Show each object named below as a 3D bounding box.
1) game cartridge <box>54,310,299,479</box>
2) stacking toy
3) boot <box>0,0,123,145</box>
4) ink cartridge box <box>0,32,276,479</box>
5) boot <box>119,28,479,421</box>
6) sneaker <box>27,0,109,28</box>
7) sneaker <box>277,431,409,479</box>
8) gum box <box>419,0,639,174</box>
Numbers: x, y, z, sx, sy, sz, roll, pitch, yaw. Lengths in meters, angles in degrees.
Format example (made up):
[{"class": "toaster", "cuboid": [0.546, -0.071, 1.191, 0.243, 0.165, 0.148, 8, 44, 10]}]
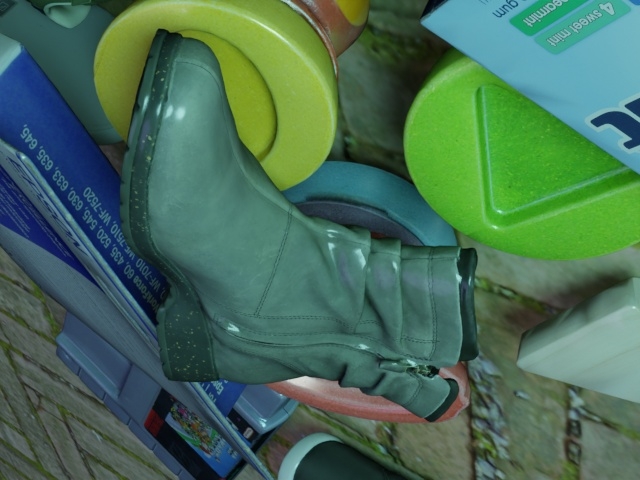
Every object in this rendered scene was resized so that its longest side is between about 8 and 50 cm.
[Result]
[{"class": "game cartridge", "cuboid": [-0.139, 0.113, 1.113, 0.230, 0.068, 0.355, 47, 152, 8]}, {"class": "stacking toy", "cuboid": [0.058, -0.041, 0.657, 0.280, 0.130, 0.309, 2, 137, 18]}, {"class": "boot", "cuboid": [-0.210, -0.126, 0.892, 0.258, 0.095, 0.123, 40, 160, 25]}, {"class": "ink cartridge box", "cuboid": [-0.160, -0.014, 0.776, 0.307, 0.072, 0.303, 26, 155, 43]}, {"class": "boot", "cuboid": [0.000, 0.000, 0.577, 0.161, 0.083, 0.246, 6, 145, 7]}, {"class": "sneaker", "cuboid": [-0.148, -0.189, 0.748, 0.086, 0.064, 0.192, 46, 152, -13]}, {"class": "sneaker", "cuboid": [0.068, 0.303, 1.015, 0.147, 0.105, 0.295, 17, 135, 51]}, {"class": "gum box", "cuboid": [0.153, -0.070, 0.428, 0.184, 0.041, 0.157, 32, 155, -16]}]
